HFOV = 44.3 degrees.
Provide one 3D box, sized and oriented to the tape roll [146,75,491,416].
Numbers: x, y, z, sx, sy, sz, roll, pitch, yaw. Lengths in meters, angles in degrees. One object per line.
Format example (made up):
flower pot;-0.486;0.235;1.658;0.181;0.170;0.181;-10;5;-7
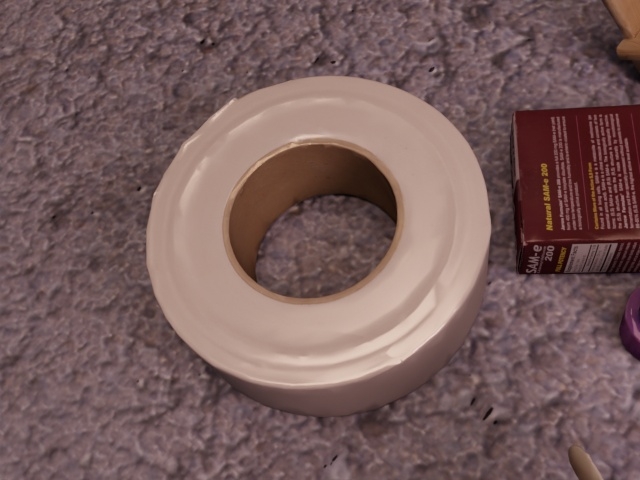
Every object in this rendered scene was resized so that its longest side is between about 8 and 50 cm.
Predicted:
tape roll;0.000;0.000;0.673;0.286;0.100;0.286;-4;65;9

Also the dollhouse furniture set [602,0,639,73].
dollhouse furniture set;0.424;-0.261;0.565;0.303;0.174;0.355;-53;32;-7

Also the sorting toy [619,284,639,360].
sorting toy;0.393;0.110;0.532;0.366;0.126;0.127;27;73;20

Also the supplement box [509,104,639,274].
supplement box;0.283;-0.043;0.654;0.240;0.073;0.130;-1;64;9

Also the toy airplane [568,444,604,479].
toy airplane;0.196;0.305;0.393;0.384;0.272;0.386;-39;82;3
